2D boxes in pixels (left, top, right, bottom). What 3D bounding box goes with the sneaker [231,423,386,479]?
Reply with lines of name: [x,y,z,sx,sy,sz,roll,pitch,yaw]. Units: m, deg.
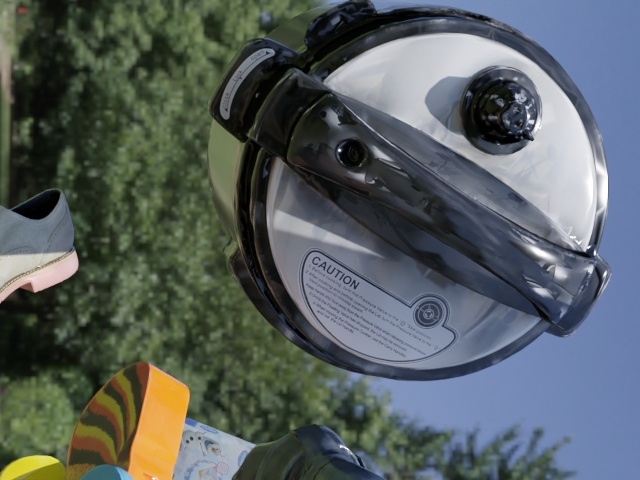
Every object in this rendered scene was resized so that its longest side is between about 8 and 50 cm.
sneaker: [0.004,0.239,0.818,0.163,0.086,0.226,30,-56,55]

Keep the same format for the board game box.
board game box: [-0.129,0.262,1.350,0.020,0.090,0.090,-45,155,-72]

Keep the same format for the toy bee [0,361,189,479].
toy bee: [-0.196,0.249,0.964,0.195,0.162,0.298,53,29,-22]

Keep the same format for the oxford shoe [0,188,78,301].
oxford shoe: [-0.513,0.022,1.706,0.397,0.141,0.146,-33,129,-59]

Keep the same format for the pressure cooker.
pressure cooker: [0.077,-0.062,1.174,0.420,0.370,0.375,-134,-147,-72]
